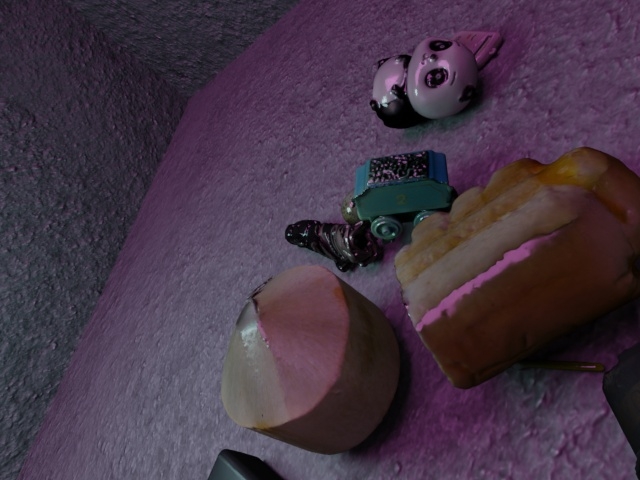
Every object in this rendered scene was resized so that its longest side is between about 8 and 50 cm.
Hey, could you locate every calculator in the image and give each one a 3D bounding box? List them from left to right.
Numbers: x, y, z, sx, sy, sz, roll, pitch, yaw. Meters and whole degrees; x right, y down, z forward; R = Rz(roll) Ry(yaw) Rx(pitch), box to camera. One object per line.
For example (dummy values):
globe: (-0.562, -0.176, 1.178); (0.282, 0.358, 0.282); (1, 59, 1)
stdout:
calculator: (0.368, -0.471, 1.110); (0.100, 0.032, 0.175); (-52, 35, 5)

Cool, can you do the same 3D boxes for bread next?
bread: (0.286, 0.030, 0.634); (0.341, 0.210, 0.300); (-39, 14, 12)

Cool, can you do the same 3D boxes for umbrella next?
umbrella: (0.002, 0.006, 1.092); (0.106, 0.113, 0.358); (-49, 26, -18)

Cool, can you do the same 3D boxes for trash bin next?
trash bin: (-0.117, 0.508, 0.804); (0.225, 0.115, 0.165); (6, 65, 48)

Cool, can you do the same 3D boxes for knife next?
knife: (0.304, 0.176, 0.647); (0.184, 0.022, 0.026); (-11, 80, 46)

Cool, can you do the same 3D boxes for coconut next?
coconut: (-0.026, 0.204, 0.783); (0.323, 0.323, 0.323); (-31, 41, 31)

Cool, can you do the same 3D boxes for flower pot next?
flower pot: (0.377, 0.171, 0.462); (0.157, 0.157, 0.107); (-40, 23, 21)

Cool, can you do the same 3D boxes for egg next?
egg: (0.096, -0.085, 1.064); (0.085, 0.085, 0.110); (7, 64, 53)

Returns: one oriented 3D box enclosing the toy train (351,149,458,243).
toy train: (0.165, -0.090, 0.888); (0.203, 0.163, 0.112); (-8, 48, 16)

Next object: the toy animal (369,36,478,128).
toy animal: (0.247, -0.365, 1.047); (0.235, 0.165, 0.187); (-4, 71, 49)
